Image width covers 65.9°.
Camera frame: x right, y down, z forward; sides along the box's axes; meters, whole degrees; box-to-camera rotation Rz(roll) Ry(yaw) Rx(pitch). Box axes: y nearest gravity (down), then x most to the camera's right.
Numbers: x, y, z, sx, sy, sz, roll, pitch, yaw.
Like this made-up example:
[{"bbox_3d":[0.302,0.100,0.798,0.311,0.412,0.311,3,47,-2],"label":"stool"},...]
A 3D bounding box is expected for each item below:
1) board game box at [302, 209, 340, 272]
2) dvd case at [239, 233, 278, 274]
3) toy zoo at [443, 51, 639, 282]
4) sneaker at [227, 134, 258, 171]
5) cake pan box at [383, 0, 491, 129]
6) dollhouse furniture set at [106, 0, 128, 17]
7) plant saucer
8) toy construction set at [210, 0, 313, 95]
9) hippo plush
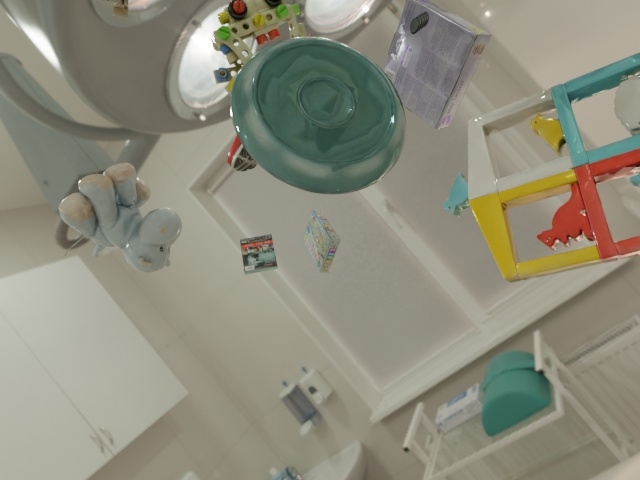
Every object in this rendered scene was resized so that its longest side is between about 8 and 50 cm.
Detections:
[{"bbox_3d":[0.000,0.000,1.297,0.026,0.154,0.103,5,-60,-25],"label":"board game box"},{"bbox_3d":[-0.163,0.035,1.297,0.087,0.119,0.013,-11,-45,-7],"label":"dvd case"},{"bbox_3d":[0.267,-0.072,0.493,0.294,0.192,0.030,-19,-23,31],"label":"toy zoo"},{"bbox_3d":[-0.142,-0.287,1.098,0.278,0.119,0.107,-64,-22,2],"label":"sneaker"},{"bbox_3d":[0.283,-0.458,1.292,0.070,0.245,0.266,-15,-42,-35],"label":"cake pan box"},{"bbox_3d":[-0.681,-0.672,1.347,0.304,0.173,0.356,-3,-6,-22],"label":"dollhouse furniture set"},{"bbox_3d":[0.007,-0.231,0.852,0.318,0.317,0.043,-39,-6,-24],"label":"plant saucer"},{"bbox_3d":[-0.149,-0.526,1.299,0.328,0.214,0.151,-32,12,-30],"label":"toy construction set"},{"bbox_3d":[-0.489,-0.023,1.233,0.294,0.237,0.234,-56,-14,5],"label":"hippo plush"}]
